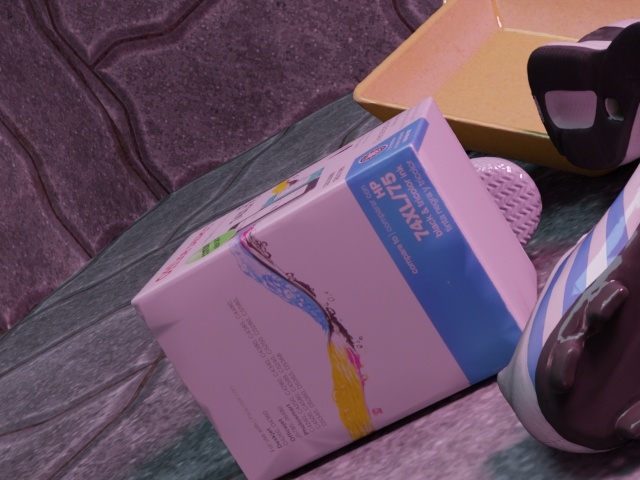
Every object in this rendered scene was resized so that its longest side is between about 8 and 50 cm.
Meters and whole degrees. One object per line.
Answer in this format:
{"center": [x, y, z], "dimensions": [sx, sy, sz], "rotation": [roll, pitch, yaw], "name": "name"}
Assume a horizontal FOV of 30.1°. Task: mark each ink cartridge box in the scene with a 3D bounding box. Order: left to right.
{"center": [0.021, 0.041, 1.023], "dimensions": [0.270, 0.197, 0.198], "rotation": [-29, 11, 17], "name": "ink cartridge box"}

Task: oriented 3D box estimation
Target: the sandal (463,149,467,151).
{"center": [0.273, -0.247, 1.877], "dimensions": [0.416, 0.102, 0.169], "rotation": [-35, 11, -17], "name": "sandal"}

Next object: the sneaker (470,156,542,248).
{"center": [0.056, 0.009, 1.227], "dimensions": [0.366, 0.137, 0.210], "rotation": [-32, 13, 18], "name": "sneaker"}

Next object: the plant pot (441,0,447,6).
{"center": [0.264, -0.265, 1.664], "dimensions": [0.276, 0.276, 0.254], "rotation": [-35, -1, -16], "name": "plant pot"}

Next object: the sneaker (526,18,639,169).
{"center": [0.376, -0.154, 0.999], "dimensions": [0.258, 0.169, 0.447], "rotation": [-25, 17, -10], "name": "sneaker"}

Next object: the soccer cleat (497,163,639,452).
{"center": [0.225, -0.012, 0.764], "dimensions": [0.331, 0.116, 0.143], "rotation": [-50, 7, -8], "name": "soccer cleat"}

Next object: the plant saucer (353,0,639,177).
{"center": [0.261, -0.188, 1.368], "dimensions": [0.333, 0.081, 0.333], "rotation": [15, 45, 32], "name": "plant saucer"}
